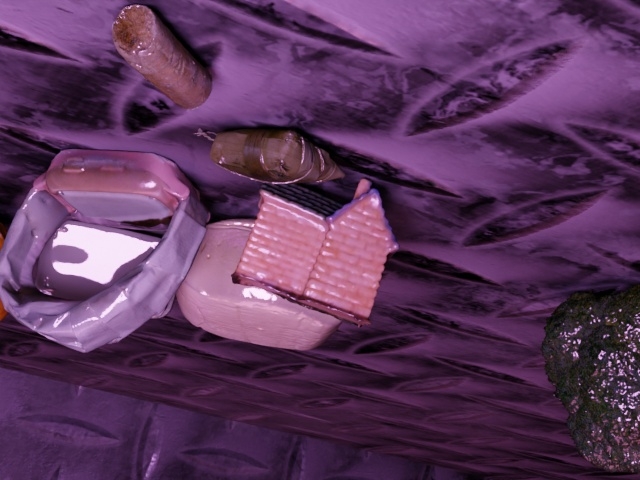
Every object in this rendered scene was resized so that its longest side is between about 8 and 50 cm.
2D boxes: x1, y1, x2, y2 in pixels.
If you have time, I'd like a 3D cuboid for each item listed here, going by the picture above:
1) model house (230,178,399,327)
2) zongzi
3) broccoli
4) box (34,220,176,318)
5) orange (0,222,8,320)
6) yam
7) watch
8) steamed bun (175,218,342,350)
[{"bbox_3d":[0.000,0.000,1.344,0.183,0.172,0.166,19,174,-2],"label":"model house"},{"bbox_3d":[-0.064,-0.093,1.254,0.154,0.062,0.130,5,174,32],"label":"zongzi"},{"bbox_3d":[0.479,0.204,1.574,0.304,0.321,0.283,8,-165,36],"label":"broccoli"},{"bbox_3d":[-0.308,0.036,1.579,0.210,0.147,0.129,11,-179,-6],"label":"box"},{"bbox_3d":[-0.585,0.028,1.659,0.249,0.183,0.249,-5,150,-3],"label":"orange"},{"bbox_3d":[-0.151,-0.174,1.045,0.054,0.054,0.132,1,161,22],"label":"yam"},{"bbox_3d":[-0.288,0.019,1.385,0.254,0.241,0.161,3,159,17],"label":"watch"},{"bbox_3d":[-0.080,0.054,1.530,0.250,0.154,0.200,11,159,-1],"label":"steamed bun"}]
